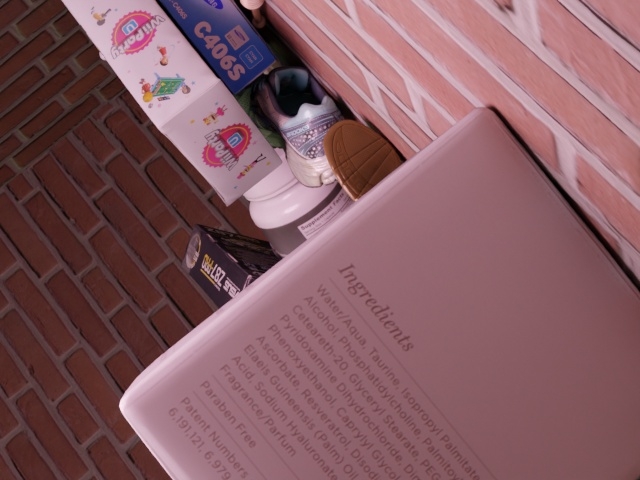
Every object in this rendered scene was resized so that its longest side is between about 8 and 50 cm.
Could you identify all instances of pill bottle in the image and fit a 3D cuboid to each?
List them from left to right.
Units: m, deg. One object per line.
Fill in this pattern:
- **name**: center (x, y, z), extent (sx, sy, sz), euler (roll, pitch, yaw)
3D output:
- **pill bottle**: center (-0.005, -0.035, 1.973), extent (0.283, 0.161, 0.161), euler (52, 175, -26)

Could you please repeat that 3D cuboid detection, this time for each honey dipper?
- **honey dipper**: center (-0.079, -0.281, 1.575), extent (0.030, 0.030, 0.160), euler (50, 177, 5)

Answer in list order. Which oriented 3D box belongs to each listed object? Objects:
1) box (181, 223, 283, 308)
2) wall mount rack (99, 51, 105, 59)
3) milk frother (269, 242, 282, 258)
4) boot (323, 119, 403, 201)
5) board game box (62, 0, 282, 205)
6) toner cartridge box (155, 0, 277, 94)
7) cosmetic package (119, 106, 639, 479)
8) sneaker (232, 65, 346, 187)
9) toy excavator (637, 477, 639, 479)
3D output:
- **box**: center (-0.010, 0.092, 2.242), extent (0.395, 0.097, 0.318), euler (14, -167, -26)
- **wall mount rack**: center (-0.305, -0.386, 1.984), extent (0.350, 0.130, 0.304), euler (49, -171, 3)
- **milk frother**: center (0.000, 0.000, 2.204), extent (0.129, 0.135, 0.143), euler (-46, -58, -68)
- **boot**: center (0.086, -0.046, 1.590), extent (0.213, 0.077, 0.165), euler (46, 176, 9)
- **board game box**: center (-0.197, -0.213, 1.632), extent (0.303, 0.097, 0.224), euler (52, 180, 29)
- **toner cartridge box**: center (-0.159, -0.297, 1.760), extent (0.165, 0.075, 0.348), euler (50, 180, -16)
- **cosmetic package**: center (0.073, 0.137, 1.198), extent (0.327, 0.394, 0.329), euler (51, 175, -1)
- **sneaker**: center (-0.039, -0.182, 1.693), extent (0.283, 0.110, 0.122), euler (40, 152, 50)
- **toy excavator**: center (0.269, 0.449, 1.651), extent (0.222, 0.433, 0.445), euler (34, 178, 1)
